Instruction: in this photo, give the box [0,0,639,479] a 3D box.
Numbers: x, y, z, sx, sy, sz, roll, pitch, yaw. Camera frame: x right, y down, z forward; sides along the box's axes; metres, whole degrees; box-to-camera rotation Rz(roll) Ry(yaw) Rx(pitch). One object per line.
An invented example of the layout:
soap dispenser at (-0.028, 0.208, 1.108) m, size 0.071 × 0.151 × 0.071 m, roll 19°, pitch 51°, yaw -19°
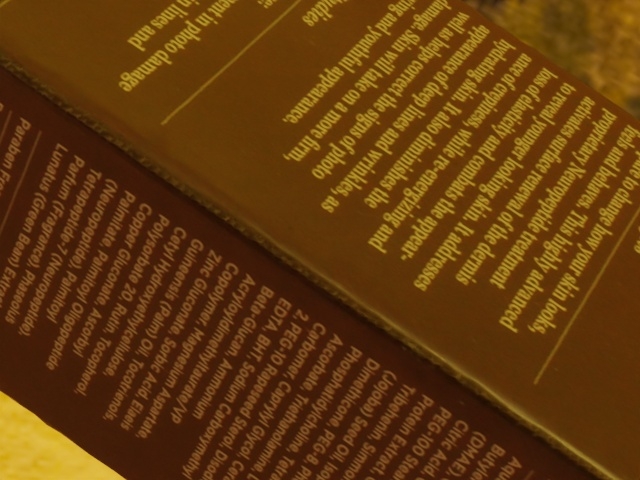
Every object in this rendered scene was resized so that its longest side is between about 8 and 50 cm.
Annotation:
box at (0.000, 0.000, 0.663) m, size 0.381 × 0.191 × 0.143 m, roll 34°, pitch 129°, yaw 7°
